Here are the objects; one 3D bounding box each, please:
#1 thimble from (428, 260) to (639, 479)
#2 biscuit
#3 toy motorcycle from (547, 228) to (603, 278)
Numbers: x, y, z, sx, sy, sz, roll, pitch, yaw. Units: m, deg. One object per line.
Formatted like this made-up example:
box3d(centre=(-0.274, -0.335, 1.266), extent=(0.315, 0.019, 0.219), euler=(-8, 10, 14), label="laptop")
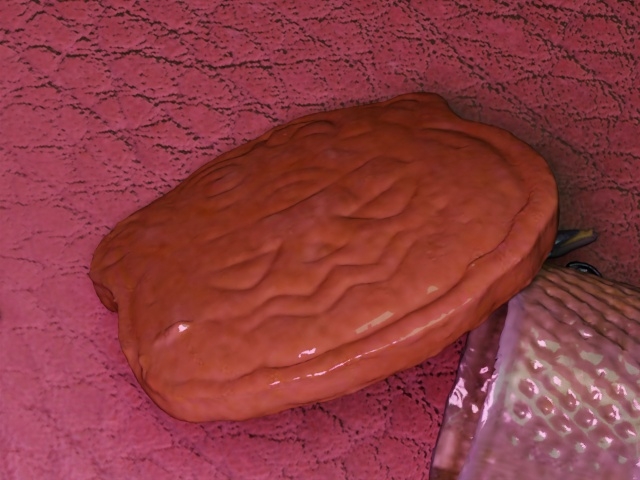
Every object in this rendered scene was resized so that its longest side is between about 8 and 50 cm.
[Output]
box3d(centre=(0.193, 0.151, 1.502), extent=(0.150, 0.271, 0.270), euler=(16, 70, -1), label="thimble")
box3d(centre=(-0.001, -0.002, 1.503), extent=(0.385, 0.062, 0.365), euler=(-28, 35, -9), label="biscuit")
box3d(centre=(0.167, 0.026, 1.649), extent=(0.193, 0.061, 0.124), euler=(-11, 82, -5), label="toy motorcycle")
